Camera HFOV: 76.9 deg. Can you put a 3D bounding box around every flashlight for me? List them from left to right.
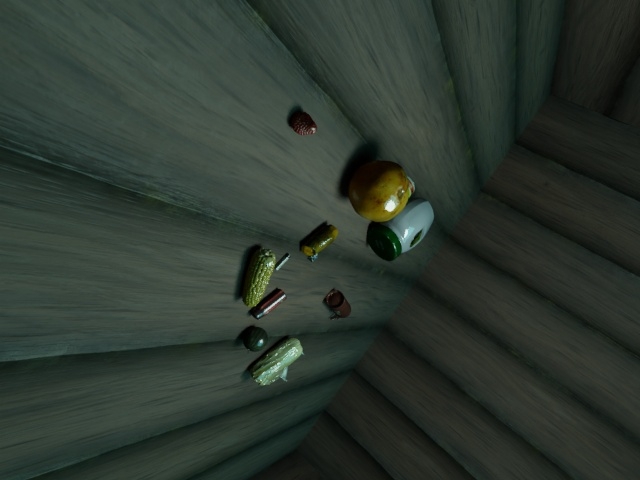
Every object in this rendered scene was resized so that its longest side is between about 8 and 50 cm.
[{"bbox_3d":[-0.156,0.087,1.647,0.083,0.018,0.018,-46,153,-12],"label":"flashlight"}]

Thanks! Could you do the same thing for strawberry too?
[{"bbox_3d":[-0.045,-0.353,1.224,0.073,0.083,0.073,-41,140,-45],"label":"strawberry"}]

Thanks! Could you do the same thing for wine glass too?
[{"bbox_3d":[-0.179,0.670,2.227,0.183,0.122,0.122,-50,154,-18],"label":"wine glass"}]

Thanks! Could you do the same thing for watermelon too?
[{"bbox_3d":[-0.290,0.441,1.758,0.105,0.105,0.133,98,18,-44],"label":"watermelon"}]

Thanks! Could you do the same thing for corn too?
[{"bbox_3d":[-0.235,0.141,1.505,0.091,0.091,0.260,-21,143,-50],"label":"corn"},{"bbox_3d":[-0.226,0.617,2.064,0.305,0.122,0.123,-35,148,-28],"label":"corn"}]

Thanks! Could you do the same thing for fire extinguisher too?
[{"bbox_3d":[0.100,0.400,2.367,0.147,0.106,0.337,-26,151,1],"label":"fire extinguisher"}]

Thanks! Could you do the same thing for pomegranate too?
[{"bbox_3d":[0.239,-0.205,1.676,0.264,0.264,0.264,-38,150,-27],"label":"pomegranate"}]

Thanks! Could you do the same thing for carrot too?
[{"bbox_3d":[0.000,0.000,1.725,0.173,0.082,0.082,-43,152,-25],"label":"carrot"}]

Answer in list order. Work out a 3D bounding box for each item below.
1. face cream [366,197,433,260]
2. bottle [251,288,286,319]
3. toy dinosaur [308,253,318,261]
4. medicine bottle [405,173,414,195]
[{"bbox_3d":[0.446,-0.068,2.207,0.357,0.219,0.312,-36,151,-25],"label":"face cream"},{"bbox_3d":[-0.224,0.275,1.728,0.164,0.060,0.060,-38,150,-28],"label":"bottle"},{"bbox_3d":[-0.031,0.065,1.809,0.047,0.030,0.083,-39,151,-21],"label":"toy dinosaur"},{"bbox_3d":[0.336,-0.215,1.940,0.225,0.139,0.139,-44,152,-18],"label":"medicine bottle"}]
